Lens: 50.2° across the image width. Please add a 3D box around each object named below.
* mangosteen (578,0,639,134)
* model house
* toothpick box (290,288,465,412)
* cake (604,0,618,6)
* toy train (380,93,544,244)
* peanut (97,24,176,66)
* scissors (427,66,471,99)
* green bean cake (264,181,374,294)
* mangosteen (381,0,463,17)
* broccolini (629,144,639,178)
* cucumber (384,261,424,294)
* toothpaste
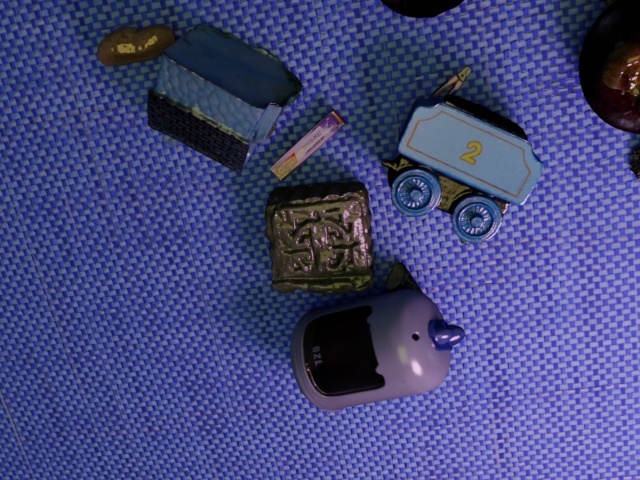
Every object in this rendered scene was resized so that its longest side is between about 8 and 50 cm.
[{"bbox_3d":[0.631,-0.333,1.294,0.287,0.288,0.288,2,111,4],"label":"mangosteen"},{"bbox_3d":[-0.209,-0.277,1.451,0.261,0.226,0.241,29,125,-2],"label":"model house"},{"bbox_3d":[0.141,0.240,1.536,0.354,0.263,0.263,-18,109,32],"label":"toothpick box"},{"bbox_3d":[0.576,-0.498,1.258,0.112,0.246,0.135,-33,107,18],"label":"cake"},{"bbox_3d":[0.288,-0.159,1.441,0.300,0.188,0.265,24,111,-1],"label":"toy train"},{"bbox_3d":[-0.397,-0.421,1.465,0.174,0.080,0.080,-11,109,5],"label":"peanut"},{"bbox_3d":[0.280,-0.328,1.469,0.039,0.012,0.113,42,109,-11],"label":"scissors"},{"bbox_3d":[0.000,0.000,1.560,0.240,0.132,0.255,-3,110,2],"label":"green bean cake"},{"bbox_3d":[0.168,-0.568,1.278,0.302,0.275,0.275,25,113,24],"label":"mangosteen"},{"bbox_3d":[0.762,-0.154,1.485,0.201,0.058,0.074,14,126,-17],"label":"broccolini"},{"bbox_3d":[0.237,0.177,1.635,0.077,0.077,0.265,-30,107,15],"label":"cucumber"},{"bbox_3d":[-0.028,-0.211,1.528,0.196,0.040,0.047,-40,100,18],"label":"toothpaste"}]
